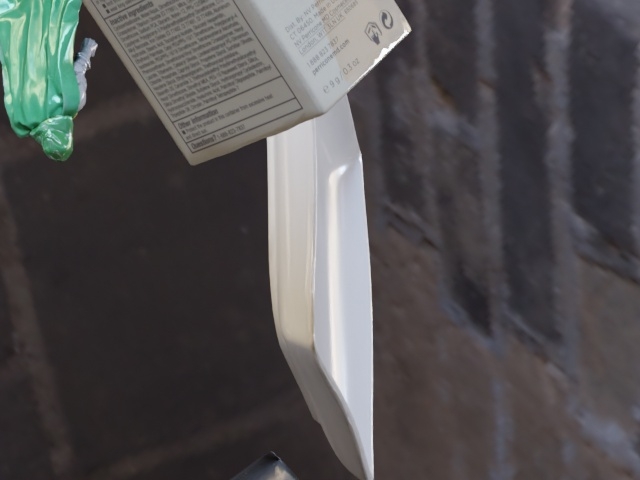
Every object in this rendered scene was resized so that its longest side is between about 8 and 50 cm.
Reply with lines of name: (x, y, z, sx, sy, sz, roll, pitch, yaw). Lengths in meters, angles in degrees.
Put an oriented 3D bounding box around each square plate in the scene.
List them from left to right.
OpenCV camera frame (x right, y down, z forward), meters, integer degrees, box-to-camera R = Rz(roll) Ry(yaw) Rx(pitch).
square plate: (0.000, 0.000, 1.723, 0.049, 0.347, 0.344, -6, 154, 8)

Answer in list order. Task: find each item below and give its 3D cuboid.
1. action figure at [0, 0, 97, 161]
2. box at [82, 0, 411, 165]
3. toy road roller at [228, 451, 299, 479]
action figure: (-0.254, -0.174, 1.837, 0.137, 0.232, 0.063, -23, 148, 25)
box: (-0.094, -0.220, 1.297, 0.121, 0.148, 0.311, -46, 111, -41)
toy road roller: (-0.030, 0.300, 1.167, 0.202, 0.240, 0.329, -36, 161, -10)
